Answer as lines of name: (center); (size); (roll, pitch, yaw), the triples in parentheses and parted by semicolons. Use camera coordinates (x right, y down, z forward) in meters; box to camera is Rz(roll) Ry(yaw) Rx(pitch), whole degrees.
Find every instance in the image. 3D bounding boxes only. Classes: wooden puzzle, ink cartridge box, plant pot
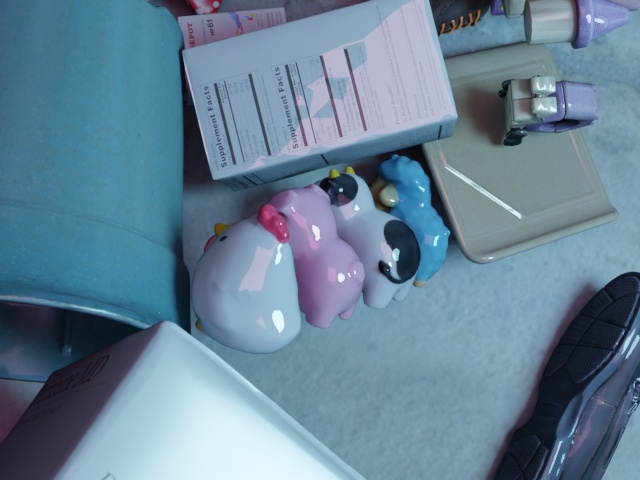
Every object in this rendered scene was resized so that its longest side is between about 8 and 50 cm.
wooden puzzle: (0.205, -0.103, 1.235); (0.221, 0.044, 0.239); (-16, 78, -30)
ink cartridge box: (-0.096, -0.204, 1.225); (0.122, 0.052, 0.089); (-8, 81, -9)
plant pot: (-0.270, -0.059, 1.050); (0.341, 0.341, 0.334); (5, 70, -8)

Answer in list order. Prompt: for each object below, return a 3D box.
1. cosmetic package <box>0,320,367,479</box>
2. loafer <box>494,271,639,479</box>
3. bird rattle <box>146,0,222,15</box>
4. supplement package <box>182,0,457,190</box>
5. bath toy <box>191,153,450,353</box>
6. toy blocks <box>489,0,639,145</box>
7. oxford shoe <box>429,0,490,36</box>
cosmetic package: (-0.167, 0.337, 0.903); (0.327, 0.329, 0.394); (41, 61, -14)
loafer: (0.294, 0.181, 1.199); (0.095, 0.109, 0.302); (34, 82, -21)
bird rattle: (-0.216, -0.337, 1.221); (0.207, 0.143, 0.253); (-38, 100, -2)
supplement package: (0.002, -0.147, 1.112); (0.244, 0.139, 0.134); (-14, 86, 3)
bath toy: (0.000, 0.000, 1.068); (0.151, 0.348, 0.129); (25, 114, 25)
toy blocks: (0.312, -0.281, 1.099); (0.260, 0.288, 0.309); (-4, 81, 1)
oxford shoe: (0.141, -0.270, 1.254); (0.098, 0.097, 0.271); (37, 77, -8)
